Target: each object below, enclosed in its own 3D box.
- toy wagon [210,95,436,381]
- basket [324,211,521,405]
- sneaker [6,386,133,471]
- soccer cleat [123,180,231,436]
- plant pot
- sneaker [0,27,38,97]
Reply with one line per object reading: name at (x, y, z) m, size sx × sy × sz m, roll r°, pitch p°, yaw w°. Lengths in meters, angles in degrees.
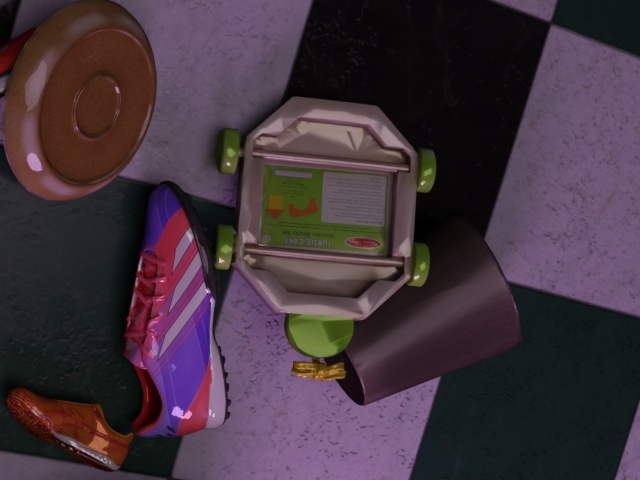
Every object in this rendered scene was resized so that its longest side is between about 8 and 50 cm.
toy wagon at (0.000, 0.000, 1.865) m, size 0.267 × 0.068 × 0.344 m, roll 5°, pitch 84°, yaw -12°
basket at (0.118, 0.103, 1.964) m, size 0.227 × 0.154 × 0.204 m, roll -28°, pitch 110°, yaw -16°
sneaker at (-0.303, 0.215, 1.827) m, size 0.175 × 0.064 × 0.067 m, roll 37°, pitch 63°, yaw -34°
soccer cleat at (-0.186, 0.089, 1.827) m, size 0.116 × 0.108 × 0.318 m, roll -13°, pitch 110°, yaw -23°
plant pot at (-0.259, -0.153, 1.712) m, size 0.236 × 0.032 × 0.236 m, roll -32°, pitch 132°, yaw -44°
sneaker at (-0.420, -0.185, 1.649) m, size 0.279 × 0.107 × 0.118 m, roll -27°, pitch 98°, yaw -25°
